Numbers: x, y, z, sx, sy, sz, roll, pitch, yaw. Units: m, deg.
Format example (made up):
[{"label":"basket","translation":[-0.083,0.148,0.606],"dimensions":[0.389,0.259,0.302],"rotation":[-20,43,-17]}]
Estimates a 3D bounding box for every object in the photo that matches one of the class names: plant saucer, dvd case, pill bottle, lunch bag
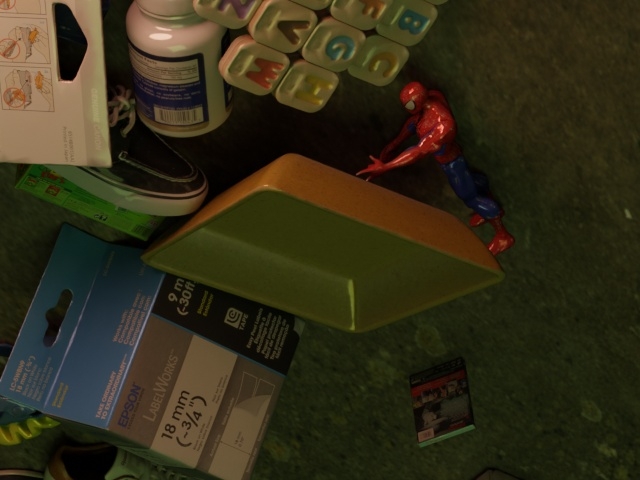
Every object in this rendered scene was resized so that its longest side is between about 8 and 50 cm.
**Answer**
[{"label":"plant saucer","translation":[0.000,0.000,1.788],"dimensions":[0.333,0.081,0.333],"rotation":[19,156,-26]},{"label":"dvd case","translation":[0.171,0.228,2.107],"dimensions":[0.087,0.119,0.013],"rotation":[-23,133,18]},{"label":"pill bottle","translation":[-0.154,-0.214,1.622],"dimensions":[0.112,0.112,0.186],"rotation":[-2,136,-2]},{"label":"lunch bag","translation":[-0.279,-0.255,1.601],"dimensions":[0.098,0.067,0.065],"rotation":[19,131,-18]}]

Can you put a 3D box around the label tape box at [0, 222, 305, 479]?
[{"label":"label tape box","translation":[-0.209,0.149,1.903],"dimensions":[0.334,0.240,0.106],"rotation":[28,163,-30]}]

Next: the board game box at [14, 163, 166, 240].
[{"label":"board game box","translation":[-0.268,-0.072,1.813],"dimensions":[0.181,0.043,0.092],"rotation":[23,130,-26]}]

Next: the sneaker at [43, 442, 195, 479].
[{"label":"sneaker","translation":[-0.266,0.366,2.230],"dimensions":[0.290,0.106,0.123],"rotation":[9,138,-11]}]

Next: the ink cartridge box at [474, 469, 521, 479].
[{"label":"ink cartridge box","translation":[0.265,0.477,2.396],"dimensions":[0.160,0.092,0.219],"rotation":[24,130,-27]}]

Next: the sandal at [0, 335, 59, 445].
[{"label":"sandal","translation":[-0.353,0.178,2.020],"dimensions":[0.317,0.126,0.138],"rotation":[-23,129,17]}]

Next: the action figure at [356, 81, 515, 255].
[{"label":"action figure","translation":[0.127,-0.078,1.799],"dimensions":[0.139,0.091,0.280],"rotation":[-23,134,7]}]

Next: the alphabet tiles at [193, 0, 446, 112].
[{"label":"alphabet tiles","translation":[0.016,-0.265,1.577],"dimensions":[0.278,0.021,0.284],"rotation":[17,118,-38]}]

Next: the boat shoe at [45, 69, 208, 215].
[{"label":"boat shoe","translation":[-0.256,-0.133,1.705],"dimensions":[0.306,0.113,0.105],"rotation":[28,126,-10]}]

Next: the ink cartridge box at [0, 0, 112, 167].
[{"label":"ink cartridge box","translation":[-0.351,-0.220,1.567],"dimensions":[0.261,0.066,0.296],"rotation":[2,120,1]}]

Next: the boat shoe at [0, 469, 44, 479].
[{"label":"boat shoe","translation":[-0.423,0.415,2.291],"dimensions":[0.255,0.079,0.095],"rotation":[11,135,-15]}]
